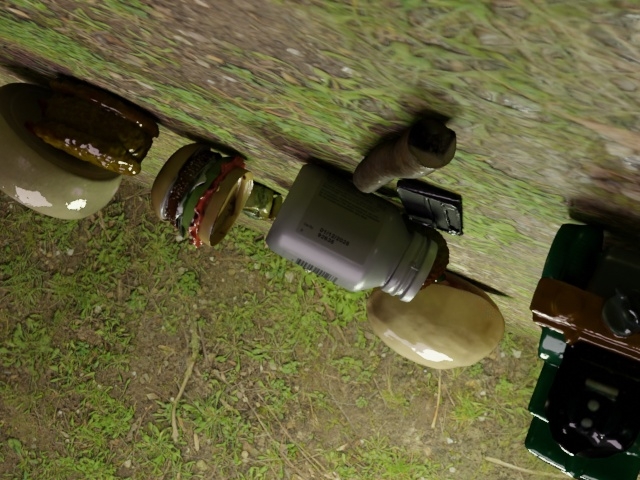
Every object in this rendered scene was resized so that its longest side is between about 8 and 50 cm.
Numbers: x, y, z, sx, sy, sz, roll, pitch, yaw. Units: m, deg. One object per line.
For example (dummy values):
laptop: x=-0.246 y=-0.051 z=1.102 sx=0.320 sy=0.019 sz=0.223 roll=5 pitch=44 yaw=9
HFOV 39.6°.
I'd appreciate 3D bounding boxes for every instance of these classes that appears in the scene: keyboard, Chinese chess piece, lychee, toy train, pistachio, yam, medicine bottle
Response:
keyboard: x=0.142 y=-0.040 z=1.146 sx=0.087 sy=0.017 sz=0.250 roll=20 pitch=176 yaw=12
Chinese chess piece: x=-0.468 y=-0.156 z=1.530 sx=0.273 sy=0.102 sz=0.273 roll=36 pitch=-159 yaw=-17
lychee: x=0.136 y=0.021 z=1.332 sx=0.114 sy=0.114 sz=0.146 roll=17 pitch=156 yaw=53
toy train: x=0.304 y=0.135 z=0.932 sx=0.178 sy=0.249 sz=0.429 roll=21 pitch=176 yaw=21
pistachio: x=0.254 y=0.164 z=1.971 sx=0.309 sy=0.230 sz=0.230 roll=27 pitch=176 yaw=-1
yam: x=0.073 y=-0.076 z=0.871 sx=0.045 sy=0.045 sz=0.327 roll=-9 pitch=180 yaw=-6
medicine bottle: x=0.045 y=-0.003 z=1.215 sx=0.215 sy=0.135 sz=0.135 roll=27 pitch=176 yaw=-3

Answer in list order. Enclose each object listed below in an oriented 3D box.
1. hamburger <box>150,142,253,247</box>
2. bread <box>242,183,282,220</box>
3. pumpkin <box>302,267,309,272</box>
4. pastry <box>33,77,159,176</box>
hamburger: x=-0.201 y=-0.080 z=1.458 sx=0.137 sy=0.175 sz=0.175 roll=28 pitch=177 yaw=9
bread: x=-0.139 y=-0.080 z=1.782 sx=0.117 sy=0.064 sz=0.156 roll=22 pitch=177 yaw=-22
pumpkin: x=0.001 y=-0.003 z=1.613 sx=0.167 sy=0.125 sz=0.167 roll=31 pitch=163 yaw=10
pastry: x=-0.352 y=-0.175 z=1.400 sx=0.188 sy=0.103 sz=0.189 roll=22 pitch=175 yaw=2
